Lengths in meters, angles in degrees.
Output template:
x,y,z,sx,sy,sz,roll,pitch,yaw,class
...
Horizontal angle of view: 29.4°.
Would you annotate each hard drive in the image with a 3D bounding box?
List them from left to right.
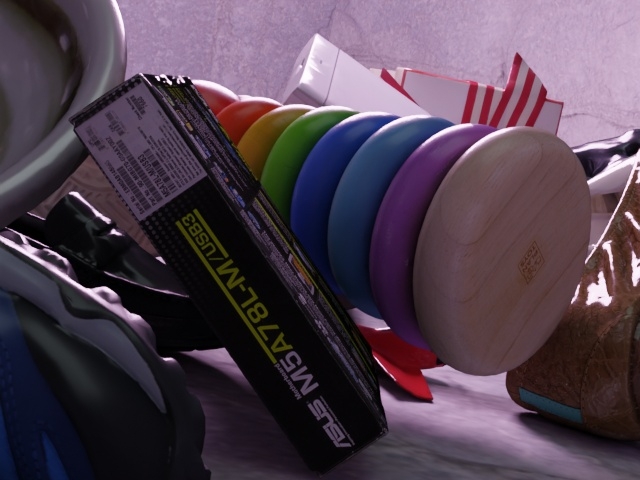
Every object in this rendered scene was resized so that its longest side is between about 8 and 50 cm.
x,y,z,sx,sy,sz,roll,pitch,yaw,class
0.119,-0.091,1.374,0.353,0.047,0.233,35,21,-10,hard drive

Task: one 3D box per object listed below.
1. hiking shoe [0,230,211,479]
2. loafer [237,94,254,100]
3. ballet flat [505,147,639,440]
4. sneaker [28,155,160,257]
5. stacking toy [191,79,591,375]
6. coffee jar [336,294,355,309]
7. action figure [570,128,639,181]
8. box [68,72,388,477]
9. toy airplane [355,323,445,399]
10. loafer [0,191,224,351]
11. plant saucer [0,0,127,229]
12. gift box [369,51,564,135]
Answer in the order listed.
x,y,z,sx,sy,sz,roll,pitch,yaw,class
-0.184,0.048,0.339,0.304,0.113,0.132,16,33,11,hiking shoe
-0.091,-0.080,1.246,0.134,0.130,0.366,-13,7,-10,loafer
0.210,0.013,0.826,0.124,0.116,0.342,-2,32,32,ballet flat
-0.212,-0.038,0.893,0.350,0.131,0.148,8,-5,-43,sneaker
-0.004,-0.030,0.766,0.330,0.141,0.141,19,10,40,stacking toy
0.000,0.000,0.984,0.079,0.096,0.184,-2,7,-4,coffee jar
0.201,-0.024,1.038,0.330,0.178,0.341,-6,6,11,action figure
-0.038,0.006,0.601,0.190,0.045,0.184,56,2,-7,box
0.021,0.063,0.779,0.151,0.028,0.151,12,8,-2,toy airplane
-0.143,0.012,0.702,0.223,0.078,0.076,13,7,7,loafer
-0.308,-0.078,0.653,0.400,0.100,0.400,6,41,-5,plant saucer
0.167,-0.126,1.656,0.255,0.276,0.258,5,9,-12,gift box
